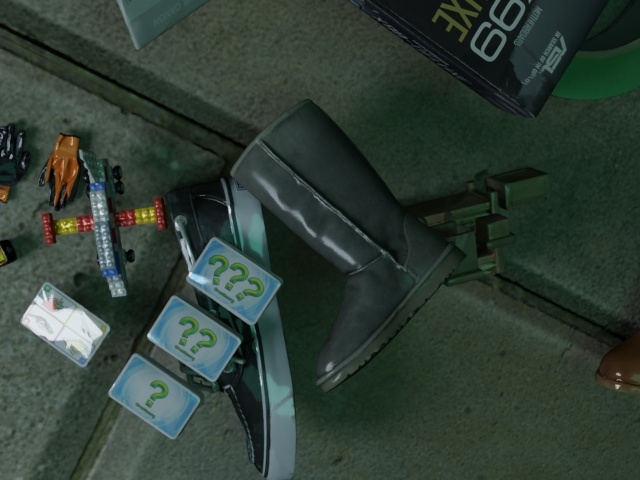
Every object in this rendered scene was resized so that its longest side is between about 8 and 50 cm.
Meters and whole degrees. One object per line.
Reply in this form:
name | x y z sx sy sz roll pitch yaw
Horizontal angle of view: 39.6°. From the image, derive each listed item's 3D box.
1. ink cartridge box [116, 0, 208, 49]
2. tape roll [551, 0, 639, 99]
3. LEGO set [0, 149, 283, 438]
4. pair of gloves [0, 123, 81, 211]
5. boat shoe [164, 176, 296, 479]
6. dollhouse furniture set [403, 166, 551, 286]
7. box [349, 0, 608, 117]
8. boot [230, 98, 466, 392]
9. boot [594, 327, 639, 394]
ink cartridge box | -0.099 -0.344 0.714 0.296 0.066 0.261 -42 142 -25
tape roll | 0.264 -0.305 0.893 0.321 0.077 0.321 -5 107 -18
LEGO set | -0.183 0.042 0.793 0.244 0.060 0.182 35 98 2
pair of gloves | -0.262 -0.066 0.813 0.083 0.010 0.074 9 103 -18
boat shoe | -0.090 0.095 0.864 0.104 0.113 0.306 -10 105 -9
dollhouse furniture set | 0.178 0.007 0.903 0.181 0.161 0.101 -14 109 -14
box | 0.167 -0.300 0.777 0.242 0.076 0.307 31 93 -23
boot | -0.001 0.001 0.781 0.208 0.076 0.190 42 74 4
boot | 0.432 0.048 1.030 0.283 0.109 0.220 -15 110 -17
